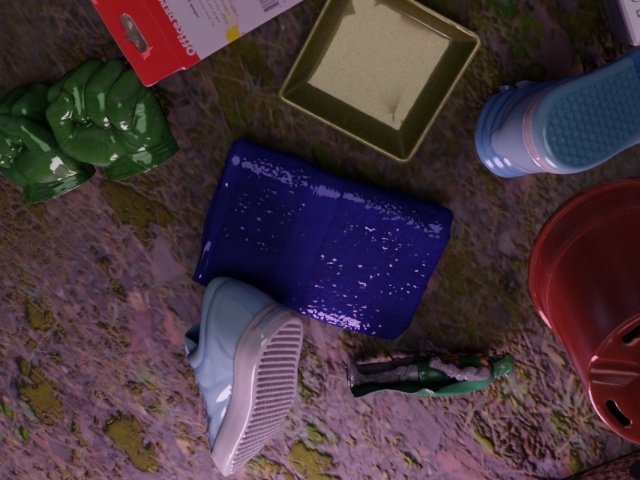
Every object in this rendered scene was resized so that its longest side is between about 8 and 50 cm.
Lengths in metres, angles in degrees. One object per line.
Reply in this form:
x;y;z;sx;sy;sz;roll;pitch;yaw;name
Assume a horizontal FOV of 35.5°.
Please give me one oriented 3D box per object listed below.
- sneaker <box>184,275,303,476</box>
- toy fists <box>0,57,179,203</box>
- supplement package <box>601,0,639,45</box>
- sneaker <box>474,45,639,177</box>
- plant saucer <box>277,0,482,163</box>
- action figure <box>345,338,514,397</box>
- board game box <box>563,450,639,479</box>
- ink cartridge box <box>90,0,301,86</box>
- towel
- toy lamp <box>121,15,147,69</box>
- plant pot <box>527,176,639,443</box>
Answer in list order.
-0.121;0.183;1.400;0.150;0.135;0.366;39;137;23;sneaker
-0.312;-0.136;1.240;0.279;0.096;0.142;-11;114;34;toy fists
0.436;-0.340;1.053;0.292;0.177;0.175;-19;98;13;supplement package
0.323;-0.163;1.206;0.318;0.208;0.127;-18;98;-26;sneaker
0.071;-0.217;1.230;0.188;0.045;0.188;27;115;-8;plant saucer
0.155;0.179;1.391;0.232;0.137;0.064;-3;103;-4;action figure
0.477;0.426;1.410;0.291;0.232;0.141;-26;111;15;board game box
-0.137;-0.294;1.150;0.231;0.078;0.134;-30;120;0;ink cartridge box
0.000;0.000;1.333;0.308;0.076;0.228;18;123;-5;towel
-0.251;-0.322;1.185;0.080;0.080;0.275;-16;113;12;toy lamp
0.409;0.096;1.236;0.272;0.265;0.273;2;116;3;plant pot
